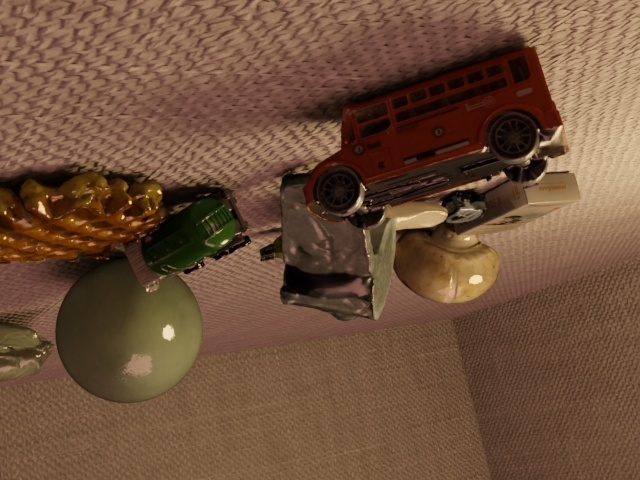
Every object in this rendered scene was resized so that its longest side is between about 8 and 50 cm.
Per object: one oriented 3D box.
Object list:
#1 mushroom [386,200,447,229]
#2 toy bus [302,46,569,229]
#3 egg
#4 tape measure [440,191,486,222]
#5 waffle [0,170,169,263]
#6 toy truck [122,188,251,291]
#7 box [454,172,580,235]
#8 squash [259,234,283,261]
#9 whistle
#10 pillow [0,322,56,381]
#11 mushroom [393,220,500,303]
[{"bbox_3d":[0.151,-0.047,1.698,0.209,0.071,0.084,-8,139,-31],"label":"mushroom"},{"bbox_3d":[0.135,-0.121,1.111,0.329,0.153,0.143,-17,166,16],"label":"toy bus"},{"bbox_3d":[-0.365,0.173,1.684,0.276,0.275,0.389,-9,169,-17],"label":"egg"},{"bbox_3d":[0.288,-0.067,1.762,0.091,0.054,0.094,-3,164,-15],"label":"tape measure"},{"bbox_3d":[-0.368,-0.024,1.263,0.302,0.068,0.325,-4,167,-35],"label":"waffle"},{"bbox_3d":[-0.213,0.001,1.387,0.125,0.101,0.243,-28,-179,-44],"label":"toy truck"},{"bbox_3d":[0.402,-0.073,1.824,0.150,0.067,0.233,-7,168,-31],"label":"box"},{"bbox_3d":[0.000,0.000,1.753,0.252,0.066,0.066,-8,167,-23],"label":"squash"},{"bbox_3d":[0.021,0.024,1.503,0.168,0.188,0.405,9,169,14],"label":"whistle"},{"bbox_3d":[-0.795,0.264,2.035,0.310,0.138,0.283,-2,173,-33],"label":"pillow"},{"bbox_3d":[0.273,0.044,1.957,0.255,0.255,0.184,-3,122,-38],"label":"mushroom"}]
